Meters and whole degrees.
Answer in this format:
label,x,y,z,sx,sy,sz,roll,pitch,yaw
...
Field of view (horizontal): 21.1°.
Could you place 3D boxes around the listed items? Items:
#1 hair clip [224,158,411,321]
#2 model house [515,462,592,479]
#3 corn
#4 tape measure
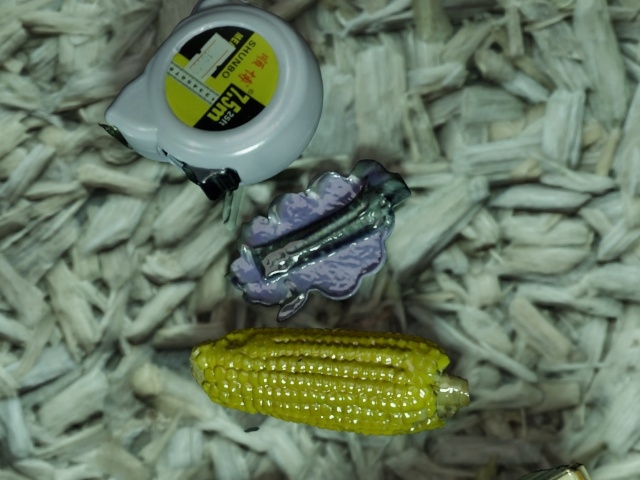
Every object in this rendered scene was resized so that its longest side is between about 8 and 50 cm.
label,x,y,z,sx,sy,sz,roll,pitch,yaw
hair clip,-0.001,-0.001,1.633,0.195,0.052,0.124,-31,67,4
model house,0.154,0.333,1.440,0.271,0.178,0.206,-27,86,-16
corn,0.008,0.125,1.573,0.262,0.097,0.097,6,75,12
tape measure,-0.088,-0.131,1.657,0.178,0.105,0.196,40,81,23
